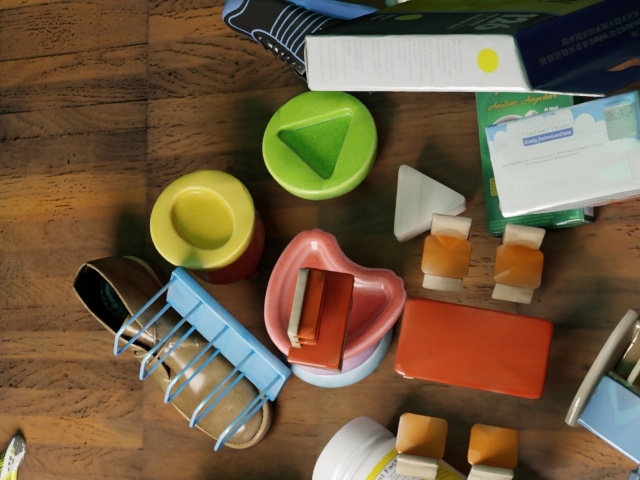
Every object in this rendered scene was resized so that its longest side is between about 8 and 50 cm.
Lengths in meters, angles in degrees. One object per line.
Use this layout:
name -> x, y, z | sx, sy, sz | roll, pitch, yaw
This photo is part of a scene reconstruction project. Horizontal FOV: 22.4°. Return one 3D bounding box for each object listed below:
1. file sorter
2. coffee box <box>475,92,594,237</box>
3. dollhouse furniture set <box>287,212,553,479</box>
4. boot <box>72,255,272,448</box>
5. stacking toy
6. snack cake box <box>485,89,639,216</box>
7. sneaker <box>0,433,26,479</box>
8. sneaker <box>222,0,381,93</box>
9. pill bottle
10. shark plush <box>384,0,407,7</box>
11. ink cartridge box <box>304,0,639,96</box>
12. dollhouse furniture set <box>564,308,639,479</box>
file sorter -> -0.134, 0.136, 1.785 | 0.170, 0.118, 0.104 | 43, 72, 6
coffee box -> 0.225, -0.101, 1.702 | 0.113, 0.040, 0.184 | -10, 81, 30
dollhouse furniture set -> 0.102, 0.099, 1.624 | 0.259, 0.135, 0.262 | 9, 75, 4
boot -> -0.182, 0.132, 1.891 | 0.305, 0.115, 0.112 | 44, 105, 24
stacking toy -> 0.000, 0.000, 1.825 | 0.279, 0.130, 0.309 | -45, 65, -8
snack cake box -> 0.285, -0.083, 1.529 | 0.152, 0.264, 0.089 | -13, 87, 30
sneaker -> -0.404, 0.285, 2.062 | 0.035, 0.031, 0.083 | 21, 97, 31
sneaker -> -0.022, -0.226, 1.833 | 0.232, 0.081, 0.090 | 12, 76, 31
pill bottle -> 0.100, 0.282, 1.703 | 0.208, 0.119, 0.119 | 34, 104, 29
shark plush -> 0.105, -0.338, 1.790 | 0.067, 0.073, 0.161 | 9, 96, 62
ink cartridge box -> 0.191, -0.200, 1.579 | 0.307, 0.303, 0.072 | 3, 106, 32
dollhouse furniture set -> 0.315, 0.127, 1.475 | 0.198, 0.303, 0.286 | 34, 104, 28
